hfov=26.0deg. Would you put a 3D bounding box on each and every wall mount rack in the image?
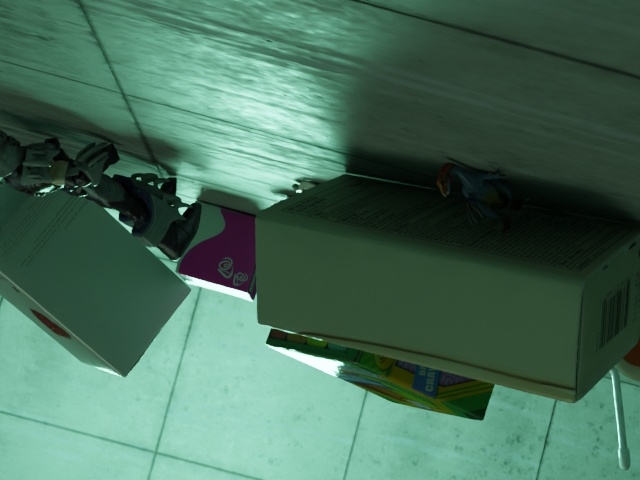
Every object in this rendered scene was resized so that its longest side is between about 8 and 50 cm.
[{"bbox_3d":[0.444,0.235,2.086,0.304,0.130,0.350,42,176,-15],"label":"wall mount rack"}]

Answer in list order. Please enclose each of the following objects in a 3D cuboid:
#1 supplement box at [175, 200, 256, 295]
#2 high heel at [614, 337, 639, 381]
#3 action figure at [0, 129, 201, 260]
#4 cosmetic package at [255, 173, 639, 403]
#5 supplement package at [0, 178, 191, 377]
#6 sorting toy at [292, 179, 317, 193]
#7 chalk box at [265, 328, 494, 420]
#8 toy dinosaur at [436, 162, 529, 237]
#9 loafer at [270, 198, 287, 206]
[{"bbox_3d":[-0.140,0.018,2.052,0.111,0.114,0.220,16,173,2],"label":"supplement box"},{"bbox_3d":[0.360,0.074,1.527,0.181,0.127,0.377,-14,-176,-26],"label":"high heel"},{"bbox_3d":[-0.279,-0.072,1.629,0.285,0.099,0.185,24,177,-40],"label":"action figure"},{"bbox_3d":[0.112,0.032,1.218,0.309,0.113,0.160,11,-158,31],"label":"cosmetic package"},{"bbox_3d":[-0.375,0.043,2.076,0.293,0.175,0.177,44,161,-26],"label":"supplement package"},{"bbox_3d":[0.005,-0.040,1.483,0.075,0.045,0.083,35,171,-10],"label":"sorting toy"},{"bbox_3d":[0.068,0.081,1.659,0.289,0.179,0.180,26,168,-34],"label":"chalk box"},{"bbox_3d":[0.127,-0.038,1.138,0.082,0.047,0.090,35,-179,-13],"label":"toy dinosaur"},{"bbox_3d":[-0.032,-0.035,1.643,0.045,0.039,0.125,-29,-160,-28],"label":"loafer"}]
